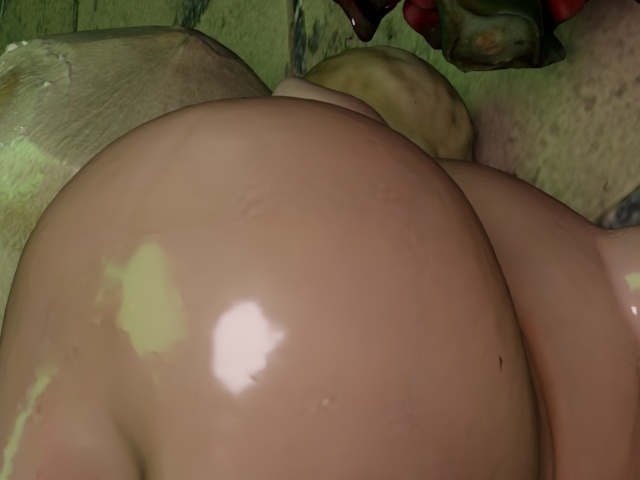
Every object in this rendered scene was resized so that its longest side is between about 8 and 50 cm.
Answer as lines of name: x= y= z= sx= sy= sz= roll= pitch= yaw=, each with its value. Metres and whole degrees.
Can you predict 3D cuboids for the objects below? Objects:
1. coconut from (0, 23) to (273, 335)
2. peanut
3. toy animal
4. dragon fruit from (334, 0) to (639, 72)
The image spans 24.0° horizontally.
coconut: x=-0.124 y=-0.028 z=0.979 sx=0.247 sy=0.245 sz=0.245 roll=-66 pitch=27 yaw=19
peanut: x=0.000 y=0.000 z=0.812 sx=0.224 sy=0.129 sz=0.129 roll=-55 pitch=32 yaw=30
toy animal: x=0.015 y=0.054 z=0.568 sx=0.237 sy=0.326 sz=0.269 roll=21 pitch=66 yaw=27
dragon fruit: x=0.071 y=-0.222 z=0.672 sx=0.234 sy=0.233 sz=0.293 roll=-38 pitch=44 yaw=53
